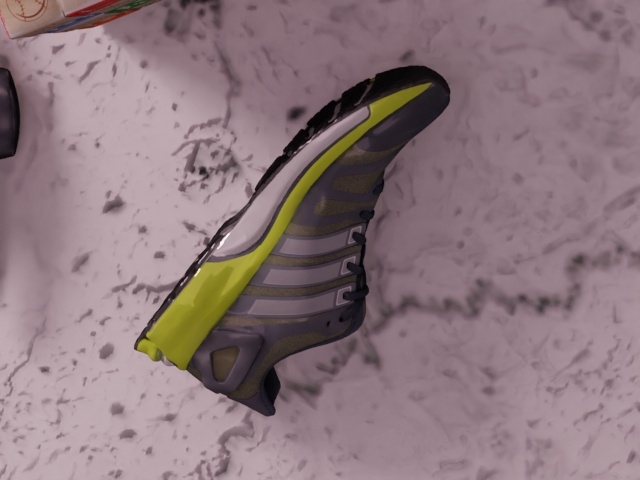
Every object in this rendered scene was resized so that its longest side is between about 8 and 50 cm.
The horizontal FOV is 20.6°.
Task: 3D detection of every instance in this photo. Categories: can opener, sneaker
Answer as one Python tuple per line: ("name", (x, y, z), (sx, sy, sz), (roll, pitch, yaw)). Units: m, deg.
("can opener", (-0.269, -0.039, 1.326), (0.073, 0.059, 0.186), (5, 102, 6))
("sneaker", (0.000, 0.000, 1.260), (0.121, 0.111, 0.300), (39, 111, -6))

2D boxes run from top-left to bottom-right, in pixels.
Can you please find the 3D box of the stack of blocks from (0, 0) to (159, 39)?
("stack of blocks", (-0.066, -0.231, 1.190), (0.297, 0.171, 0.087), (-19, 95, 15))
